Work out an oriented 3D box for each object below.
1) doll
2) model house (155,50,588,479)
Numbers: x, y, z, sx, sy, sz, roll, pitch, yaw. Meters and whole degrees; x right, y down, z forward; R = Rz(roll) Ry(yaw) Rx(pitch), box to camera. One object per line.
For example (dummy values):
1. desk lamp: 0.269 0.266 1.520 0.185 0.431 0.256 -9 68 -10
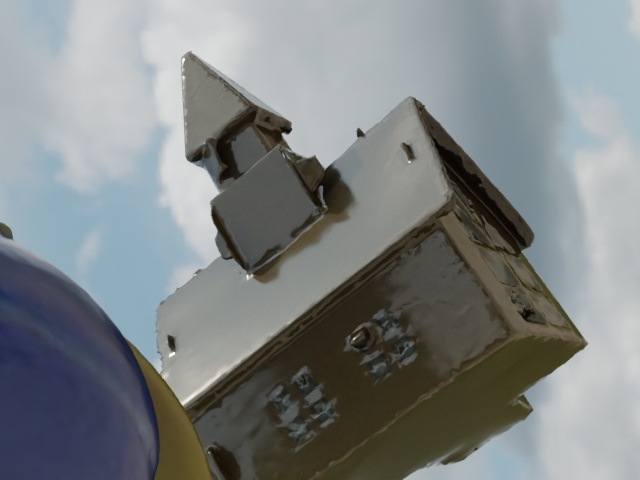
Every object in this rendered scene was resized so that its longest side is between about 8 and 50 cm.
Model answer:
1. doll: -0.109 0.119 0.560 0.311 0.242 0.159 25 -152 -16
2. model house: 0.000 0.000 0.885 0.248 0.181 0.176 59 -163 20
